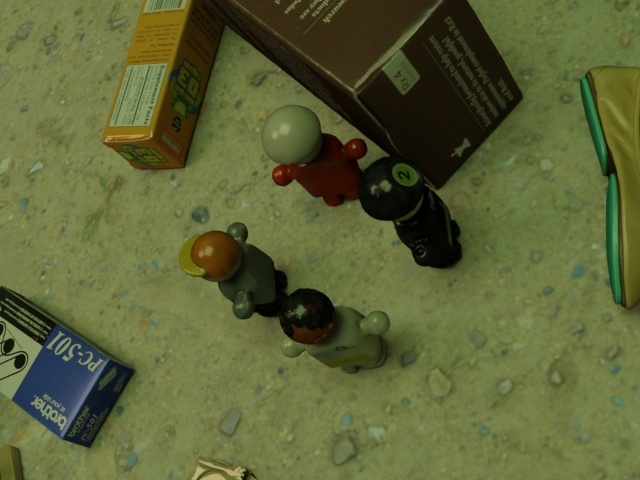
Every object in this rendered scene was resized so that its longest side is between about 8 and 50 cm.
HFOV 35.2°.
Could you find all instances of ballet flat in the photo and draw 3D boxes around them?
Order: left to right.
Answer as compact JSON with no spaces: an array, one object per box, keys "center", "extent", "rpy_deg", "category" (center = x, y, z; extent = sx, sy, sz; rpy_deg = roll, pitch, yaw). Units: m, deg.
[{"center":[0.270,-0.054,0.854],"extent":[0.073,0.080,0.232],"rpy_deg":[-6,65,11],"category":"ballet flat"}]

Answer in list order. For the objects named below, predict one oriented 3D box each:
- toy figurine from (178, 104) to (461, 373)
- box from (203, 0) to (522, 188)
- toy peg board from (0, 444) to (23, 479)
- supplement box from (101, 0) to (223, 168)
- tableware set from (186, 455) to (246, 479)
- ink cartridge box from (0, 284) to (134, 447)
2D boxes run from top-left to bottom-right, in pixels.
[{"center":[0.000,0.000,0.933],"extent":[0.213,0.148,0.209],"rpy_deg":[35,86,36],"category":"toy figurine"},{"center":[0.004,-0.233,1.019],"extent":[0.143,0.191,0.381],"rpy_deg":[-46,54,2],"category":"box"},{"center":[-0.392,0.311,1.047],"extent":[0.161,0.079,0.161],"rpy_deg":[-30,55,14],"category":"toy peg board"},{"center":[-0.178,-0.202,1.178],"extent":[0.080,0.078,0.233],"rpy_deg":[4,70,28],"category":"supplement box"},{"center":[-0.105,0.290,0.931],"extent":[0.141,0.020,0.168],"rpy_deg":[28,83,36],"category":"tableware set"},{"center":[-0.305,0.134,1.104],"extent":[0.207,0.046,0.097],"rpy_deg":[24,81,36],"category":"ink cartridge box"}]
